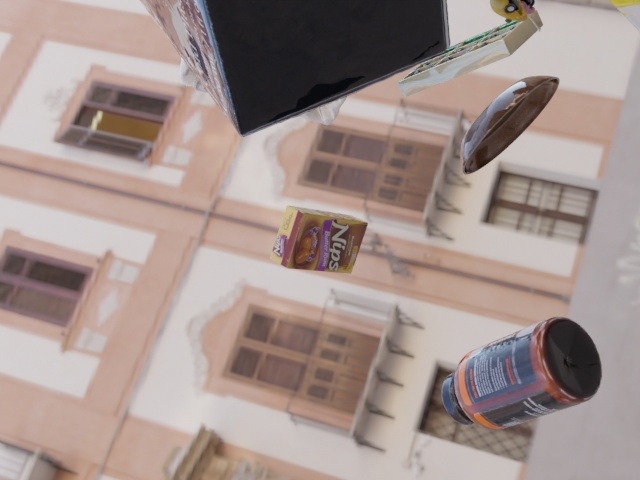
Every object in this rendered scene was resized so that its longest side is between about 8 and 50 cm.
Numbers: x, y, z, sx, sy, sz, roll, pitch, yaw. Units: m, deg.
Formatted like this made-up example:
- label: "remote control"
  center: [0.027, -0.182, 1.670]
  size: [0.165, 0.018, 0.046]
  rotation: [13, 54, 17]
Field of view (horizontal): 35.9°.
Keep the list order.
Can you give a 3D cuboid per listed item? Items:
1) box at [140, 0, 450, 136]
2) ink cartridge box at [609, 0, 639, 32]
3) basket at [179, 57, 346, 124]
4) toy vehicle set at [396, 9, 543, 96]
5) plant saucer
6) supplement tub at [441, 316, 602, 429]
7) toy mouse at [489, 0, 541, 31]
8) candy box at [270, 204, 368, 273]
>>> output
- label: "box"
  center: [-0.103, -0.468, 1.152]
  size: [0.297, 0.472, 0.480]
  rotation: [-24, -46, -12]
- label: "ink cartridge box"
  center: [0.442, -0.340, 1.043]
  size: [0.279, 0.384, 0.160]
  rotation: [-32, 19, 55]
- label: "basket"
  center: [-0.078, -0.456, 1.920]
  size: [0.266, 0.331, 0.328]
  rotation: [-99, 29, -50]
- label: "toy vehicle set"
  center: [0.301, -0.376, 1.999]
  size: [0.166, 0.266, 0.035]
  rotation: [-43, -70, -44]
- label: "plant saucer"
  center: [0.276, -0.181, 1.488]
  size: [0.198, 0.036, 0.198]
  rotation: [-40, -13, -12]
- label: "supplement tub"
  center: [0.235, 0.168, 1.198]
  size: [0.198, 0.106, 0.106]
  rotation: [-33, 23, 48]
- label: "toy mouse"
  center: [0.244, -0.343, 1.308]
  size: [0.161, 0.031, 0.143]
  rotation: [32, -134, -44]
- label: "candy box"
  center: [0.000, 0.000, 1.861]
  size: [0.186, 0.053, 0.109]
  rotation: [6, -74, -49]
